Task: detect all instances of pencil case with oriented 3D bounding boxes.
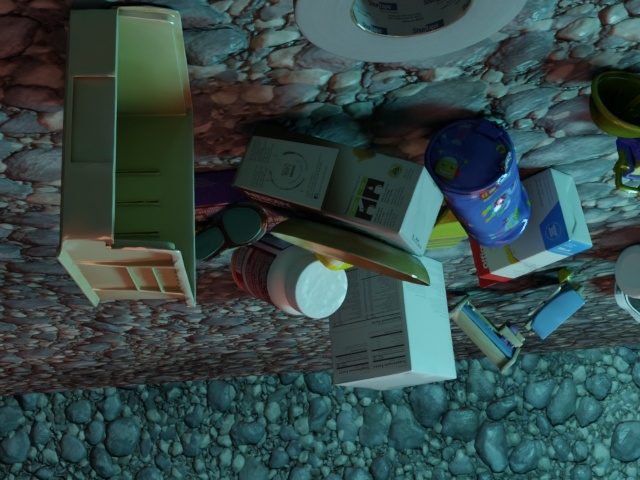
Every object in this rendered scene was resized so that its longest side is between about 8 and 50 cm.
[{"bbox_3d":[0.247,-0.086,1.365,0.133,0.119,0.306,-46,156,2],"label":"pencil case"}]

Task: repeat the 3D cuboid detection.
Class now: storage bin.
[{"bbox_3d":[-0.206,-0.081,0.994,0.123,0.262,0.260,-1,163,-5],"label":"storage bin"}]

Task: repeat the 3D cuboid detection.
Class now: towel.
[{"bbox_3d":[0.254,-0.028,1.737,0.102,0.021,0.237,-7,164,-14],"label":"towel"}]

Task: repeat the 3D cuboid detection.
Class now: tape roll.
[{"bbox_3d":[0.081,-0.248,0.843,0.219,0.072,0.219,-5,163,-2],"label":"tape roll"}]

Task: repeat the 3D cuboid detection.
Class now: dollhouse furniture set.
[{"bbox_3d":[0.519,0.144,2.317,0.303,0.198,0.286,-45,173,18],"label":"dollhouse furniture set"}]

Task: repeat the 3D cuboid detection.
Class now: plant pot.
[{"bbox_3d":[0.045,0.013,1.262,0.236,0.032,0.236,19,177,1],"label":"plant pot"}]

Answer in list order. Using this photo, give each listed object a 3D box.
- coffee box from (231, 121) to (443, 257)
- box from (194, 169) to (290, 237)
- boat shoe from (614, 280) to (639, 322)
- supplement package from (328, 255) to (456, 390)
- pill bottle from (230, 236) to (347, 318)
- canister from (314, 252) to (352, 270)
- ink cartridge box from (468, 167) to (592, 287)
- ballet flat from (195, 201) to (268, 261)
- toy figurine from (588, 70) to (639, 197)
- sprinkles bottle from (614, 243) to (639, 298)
[{"bbox_3d":[0.026,-0.068,1.226,0.246,0.098,0.141,17,171,21],"label":"coffee box"},{"bbox_3d":[-0.104,-0.056,1.464,0.293,0.057,0.201,-6,164,3],"label":"box"},{"bbox_3d":[0.869,0.152,2.356,0.105,0.113,0.306,1,161,39],"label":"boat shoe"},{"bbox_3d":[0.150,0.177,1.963,0.198,0.263,0.199,-16,160,32],"label":"supplement package"},{"bbox_3d":[-0.055,0.057,1.546,0.121,0.121,0.221,6,-172,-33],"label":"pill bottle"},{"bbox_3d":[0.075,-0.032,1.429,0.170,0.073,0.126,-46,163,30],"label":"canister"},{"bbox_3d":[0.335,-0.015,1.563,0.078,0.134,0.231,10,152,-44],"label":"ink cartridge box"},{"bbox_3d":[-0.129,-0.019,1.396,0.070,0.070,0.188,10,159,-41],"label":"ballet flat"},{"bbox_3d":[0.478,-0.106,1.261,0.362,0.191,0.217,2,167,-20],"label":"toy figurine"},{"bbox_3d":[0.843,0.082,2.093,0.355,0.121,0.121,6,160,-32],"label":"sprinkles bottle"}]
